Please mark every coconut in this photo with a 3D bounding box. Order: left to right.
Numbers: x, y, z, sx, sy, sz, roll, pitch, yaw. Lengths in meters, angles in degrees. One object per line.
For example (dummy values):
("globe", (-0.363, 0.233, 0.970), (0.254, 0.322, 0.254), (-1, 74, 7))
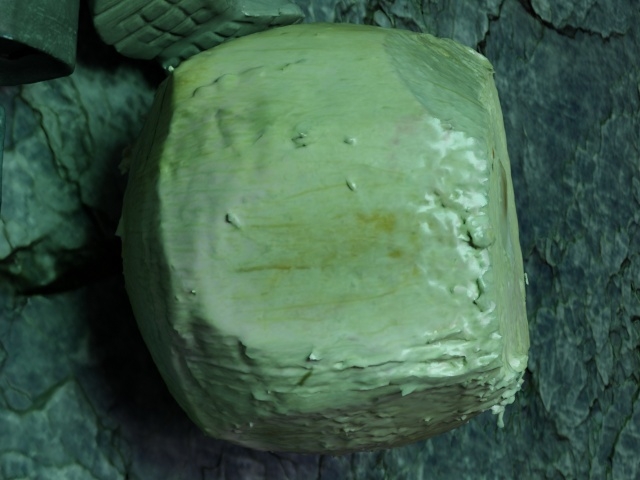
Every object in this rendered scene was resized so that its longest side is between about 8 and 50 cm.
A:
("coconut", (0.000, 0.000, 0.976), (0.297, 0.255, 0.297), (-7, 90, -81))

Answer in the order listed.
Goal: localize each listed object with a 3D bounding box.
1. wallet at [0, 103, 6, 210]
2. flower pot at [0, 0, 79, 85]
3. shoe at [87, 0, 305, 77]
("wallet", (-0.242, -0.059, 0.893), (0.129, 0.026, 0.088), (13, 74, -46))
("flower pot", (-0.238, -0.165, 0.863), (0.229, 0.103, 0.108), (13, 74, -47))
("shoe", (-0.101, -0.185, 1.028), (0.125, 0.099, 0.227), (60, 17, 15))
